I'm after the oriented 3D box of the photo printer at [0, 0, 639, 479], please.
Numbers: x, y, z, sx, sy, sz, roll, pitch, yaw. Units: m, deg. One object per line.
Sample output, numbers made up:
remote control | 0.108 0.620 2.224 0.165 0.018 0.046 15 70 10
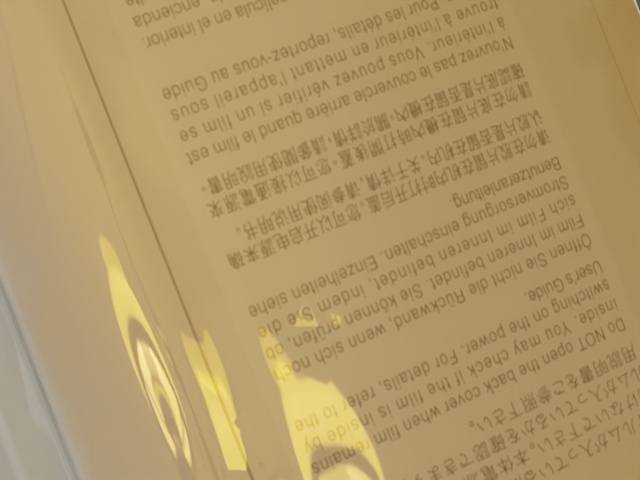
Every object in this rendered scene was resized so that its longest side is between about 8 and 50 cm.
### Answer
photo printer | 0.000 0.000 0.591 0.256 0.107 0.308 -23 91 -29
